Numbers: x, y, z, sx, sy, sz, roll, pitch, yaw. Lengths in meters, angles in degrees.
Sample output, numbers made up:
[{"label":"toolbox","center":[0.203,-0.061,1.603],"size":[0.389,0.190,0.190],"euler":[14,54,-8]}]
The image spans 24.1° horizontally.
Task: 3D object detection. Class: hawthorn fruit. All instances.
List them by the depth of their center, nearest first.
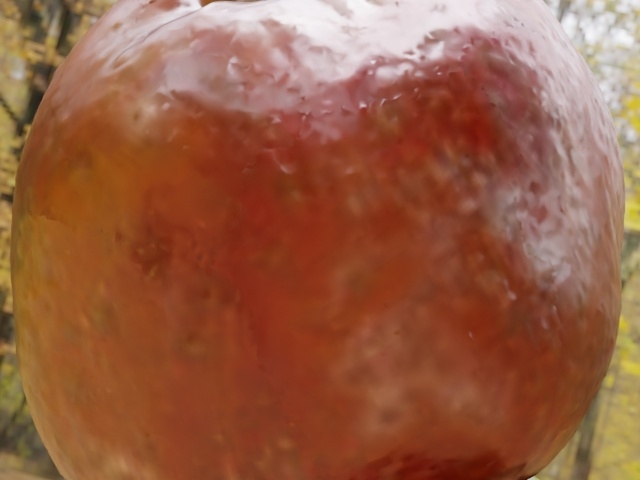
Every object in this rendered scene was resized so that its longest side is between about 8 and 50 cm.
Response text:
[{"label":"hawthorn fruit","center":[0.000,0.000,0.659],"size":[0.284,0.284,0.284],"euler":[15,-9,2]}]

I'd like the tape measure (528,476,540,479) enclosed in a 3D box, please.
[{"label":"tape measure","center":[0.094,0.188,0.673],"size":[0.106,0.175,0.200],"euler":[-30,-3,6]}]
